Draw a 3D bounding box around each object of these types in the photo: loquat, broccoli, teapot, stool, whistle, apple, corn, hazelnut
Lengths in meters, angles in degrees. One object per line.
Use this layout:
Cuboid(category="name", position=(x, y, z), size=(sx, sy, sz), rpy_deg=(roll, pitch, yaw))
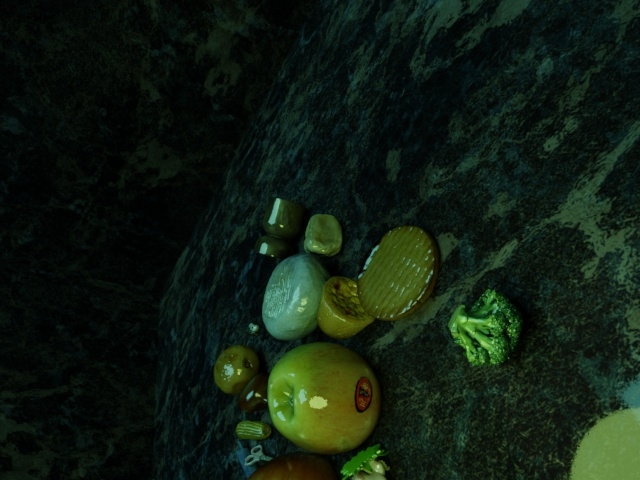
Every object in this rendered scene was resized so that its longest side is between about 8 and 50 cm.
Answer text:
Cuboid(category="loquat", position=(-0.380, 0.582, 2.218), size=(0.238, 0.193, 0.238), rpy_deg=(-42, 40, 51))
Cuboid(category="broccoli", position=(0.383, 0.204, 1.149), size=(0.195, 0.156, 0.195), rpy_deg=(20, -90, -85))
Cuboid(category="teapot", position=(-0.258, 0.651, 2.055), size=(0.178, 0.135, 0.252), rpy_deg=(-45, 0, -21))
Cuboid(category="stool", position=(-0.185, -0.051, 2.244), size=(0.179, 0.179, 0.264), rpy_deg=(11, 84, 61))
Cuboid(category="whistle", position=(-0.285, 0.929, 2.000), size=(0.304, 0.062, 0.062), rpy_deg=(26, 98, 61))
Cuboid(category="apple", position=(0.005, 0.471, 1.492), size=(0.338, 0.305, 0.338), rpy_deg=(-36, 44, 45))
Cuboid(category="corn", position=(-0.279, 0.792, 2.050), size=(0.231, 0.080, 0.080), rpy_deg=(-28, 52, 50))
Cuboid(category="hazelnut", position=(-0.098, 0.821, 1.506), size=(0.372, 0.315, 0.372), rpy_deg=(-41, 11, 10))

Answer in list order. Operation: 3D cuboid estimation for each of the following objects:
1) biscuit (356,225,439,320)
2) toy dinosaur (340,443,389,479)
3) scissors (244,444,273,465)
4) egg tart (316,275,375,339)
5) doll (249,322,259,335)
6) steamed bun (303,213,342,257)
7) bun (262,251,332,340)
Cuboid(category="biscuit", position=(0.236, 0.099, 1.522), size=(0.318, 0.040, 0.318), rpy_deg=(-32, 44, 37))
Cuboid(category="toy dinosaur", position=(0.165, 0.663, 1.336), size=(0.177, 0.152, 0.194), rpy_deg=(60, 150, 3))
Cuboid(category="scissors", position=(-0.230, 0.865, 1.955), size=(0.189, 0.015, 0.100), rpy_deg=(-12, 25, 44))
Cuboid(category="egg tart", position=(0.075, 0.237, 1.629), size=(0.202, 0.203, 0.147), rpy_deg=(-105, 33, -44))
Cuboid(category="doll", position=(-0.325, 0.430, 2.368), size=(0.085, 0.040, 0.058), rpy_deg=(-5, 57, 55))
Cuboid(category="steamed bun", position=(0.000, 0.000, 1.958), size=(0.155, 0.141, 0.172), rpy_deg=(126, 152, -55))
Cuboid(category="bun", position=(-0.080, 0.216, 1.875), size=(0.362, 0.211, 0.362), rpy_deg=(-40, 40, 43))
